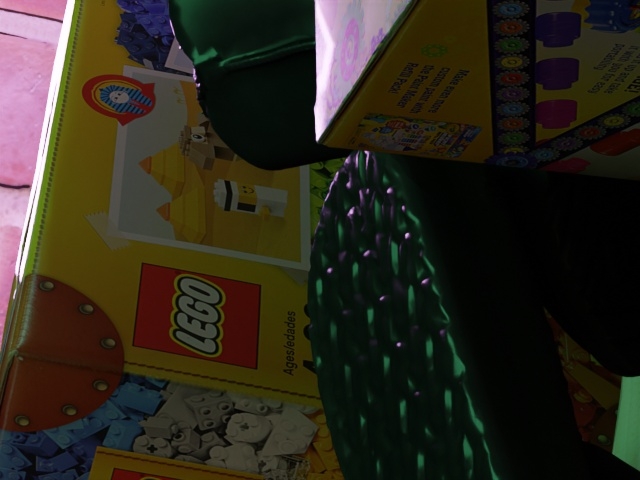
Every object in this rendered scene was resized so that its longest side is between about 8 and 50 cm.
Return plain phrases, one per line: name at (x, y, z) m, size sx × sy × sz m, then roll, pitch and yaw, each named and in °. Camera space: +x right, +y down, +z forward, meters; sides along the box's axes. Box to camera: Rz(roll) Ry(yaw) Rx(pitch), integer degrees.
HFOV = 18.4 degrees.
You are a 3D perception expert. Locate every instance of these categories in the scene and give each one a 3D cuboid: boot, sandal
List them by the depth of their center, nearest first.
sandal at (0.100, 0.149, 0.673) m, size 0.167 × 0.107 × 0.445 m, roll 118°, pitch 145°, yaw -51°
boot at (0.046, -0.053, 0.853) m, size 0.207 × 0.094 × 0.246 m, roll -9°, pitch 111°, yaw 54°

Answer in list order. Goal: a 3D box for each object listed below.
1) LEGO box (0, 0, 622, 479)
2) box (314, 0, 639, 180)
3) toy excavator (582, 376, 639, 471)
LEGO box at (0.000, 0.000, 1.256) m, size 0.500 × 0.373 × 0.193 m, roll -90°, pitch 15°, yaw -50°
box at (0.151, -0.182, 0.684) m, size 0.177 × 0.279 × 0.290 m, roll 128°, pitch 144°, yaw -62°
toy excavator at (0.140, -0.073, 1.017) m, size 0.433 × 0.445 × 0.222 m, roll -39°, pitch -5°, yaw -36°
